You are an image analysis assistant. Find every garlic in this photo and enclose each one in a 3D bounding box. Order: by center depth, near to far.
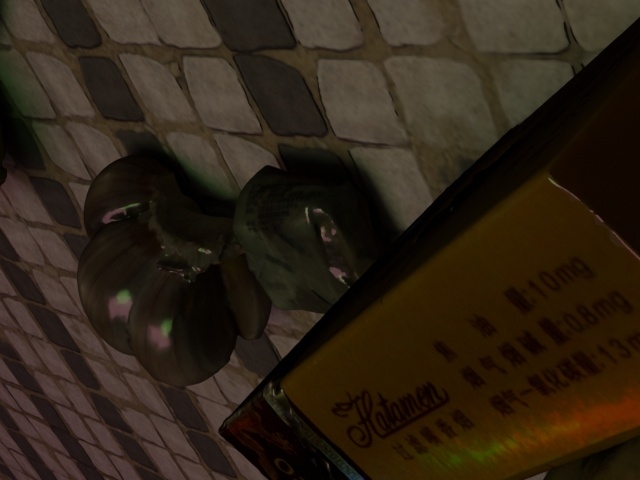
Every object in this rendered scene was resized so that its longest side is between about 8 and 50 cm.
[{"bbox_3d":[-0.154,0.034,1.119,0.214,0.160,0.191,29,142,22],"label":"garlic"}]

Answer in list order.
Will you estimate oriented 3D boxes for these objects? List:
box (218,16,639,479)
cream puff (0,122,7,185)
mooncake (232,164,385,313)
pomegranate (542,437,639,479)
[{"bbox_3d":[0.118,0.009,0.629,0.116,0.264,0.415,44,151,-1],"label":"box"},{"bbox_3d":[-0.487,-0.122,1.283,0.378,0.275,0.378,24,119,54],"label":"cream puff"},{"bbox_3d":[0.000,0.000,0.964,0.125,0.073,0.130,7,135,44],"label":"mooncake"},{"bbox_3d":[0.272,0.212,0.680,0.322,0.322,0.322,32,148,23],"label":"pomegranate"}]
